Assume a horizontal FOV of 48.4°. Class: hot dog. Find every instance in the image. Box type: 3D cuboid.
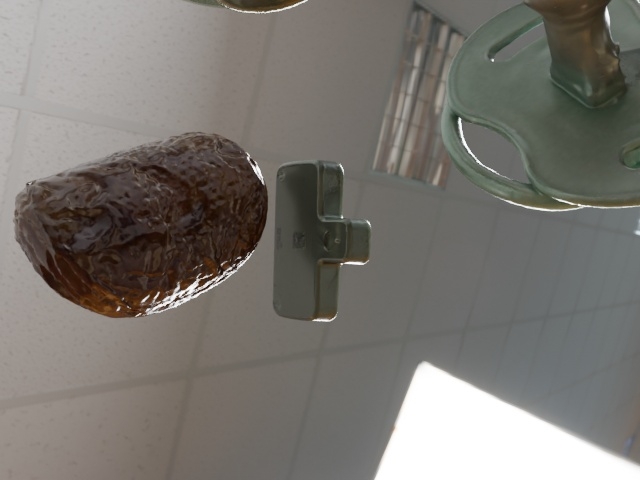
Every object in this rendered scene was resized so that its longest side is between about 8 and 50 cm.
[{"bbox_3d":[-0.260,-0.036,1.079,0.387,0.267,0.174,-25,-18,-38],"label":"hot dog"}]

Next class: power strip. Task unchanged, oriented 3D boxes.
[{"bbox_3d":[0.001,0.000,1.157,0.059,0.193,0.265,3,-91,-41],"label":"power strip"}]

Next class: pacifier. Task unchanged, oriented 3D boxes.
[{"bbox_3d":[0.253,-0.184,0.721,0.288,0.343,0.269,-36,-44,-2],"label":"pacifier"}]

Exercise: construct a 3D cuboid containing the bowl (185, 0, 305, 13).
[{"bbox_3d":[-0.051,-0.276,0.560,0.289,0.289,0.146,2,-116,-55],"label":"bowl"}]
